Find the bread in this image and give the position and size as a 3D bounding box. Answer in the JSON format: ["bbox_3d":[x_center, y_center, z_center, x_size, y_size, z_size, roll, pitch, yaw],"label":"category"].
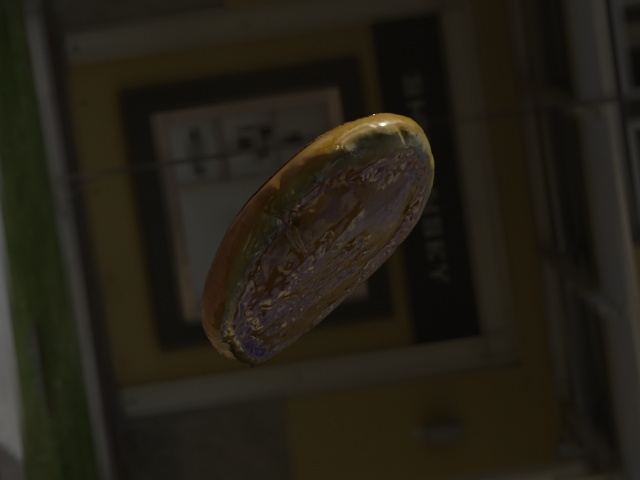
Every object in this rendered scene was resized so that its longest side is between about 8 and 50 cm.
[{"bbox_3d":[0.000,0.000,0.679,0.024,0.110,0.110,45,-17,21],"label":"bread"}]
